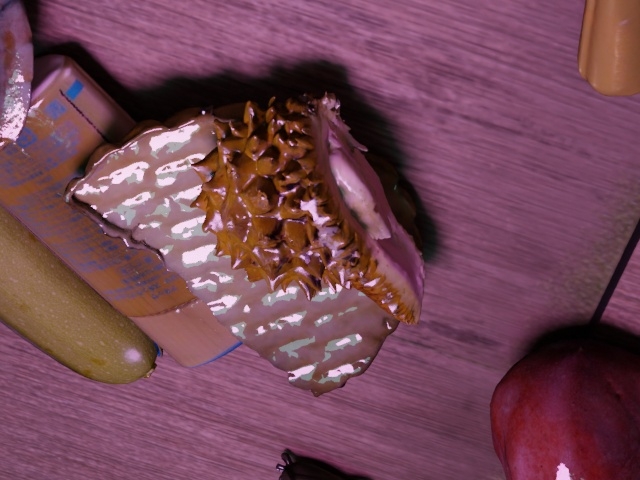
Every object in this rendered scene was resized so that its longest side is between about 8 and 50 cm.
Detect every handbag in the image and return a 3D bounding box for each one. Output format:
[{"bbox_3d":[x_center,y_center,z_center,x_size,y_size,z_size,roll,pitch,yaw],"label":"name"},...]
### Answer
[{"bbox_3d":[0.006,0.228,1.654,0.111,0.047,0.072,36,146,-20],"label":"handbag"}]

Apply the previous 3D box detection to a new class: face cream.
[{"bbox_3d":[-0.143,-0.013,1.399,0.139,0.067,0.285,-21,127,34],"label":"face cream"}]

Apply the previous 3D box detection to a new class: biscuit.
[{"bbox_3d":[-0.028,-0.009,1.339,0.187,0.036,0.273,-33,122,21],"label":"biscuit"}]

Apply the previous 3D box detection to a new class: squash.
[{"bbox_3d":[-0.248,0.004,1.456,0.094,0.094,0.341,-15,134,37],"label":"squash"}]

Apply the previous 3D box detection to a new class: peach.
[{"bbox_3d":[0.197,0.143,1.395,0.152,0.152,0.152,12,143,10],"label":"peach"}]

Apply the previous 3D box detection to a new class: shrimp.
[{"bbox_3d":[-0.279,-0.114,1.308,0.195,0.035,0.148,2,105,27],"label":"shrimp"}]

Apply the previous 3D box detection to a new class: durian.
[{"bbox_3d":[0.006,0.003,1.280,0.140,0.078,0.224,-36,121,18],"label":"durian"}]

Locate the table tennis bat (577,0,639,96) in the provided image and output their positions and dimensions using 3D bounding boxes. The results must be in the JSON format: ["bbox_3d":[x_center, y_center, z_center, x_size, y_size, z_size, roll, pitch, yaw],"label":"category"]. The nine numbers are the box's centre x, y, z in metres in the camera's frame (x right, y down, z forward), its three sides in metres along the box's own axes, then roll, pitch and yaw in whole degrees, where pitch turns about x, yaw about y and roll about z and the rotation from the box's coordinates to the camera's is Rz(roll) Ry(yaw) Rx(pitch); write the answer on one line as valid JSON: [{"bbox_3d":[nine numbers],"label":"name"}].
[{"bbox_3d":[0.169,-0.202,1.039,0.198,0.050,0.321,-1,139,6],"label":"table tennis bat"}]
